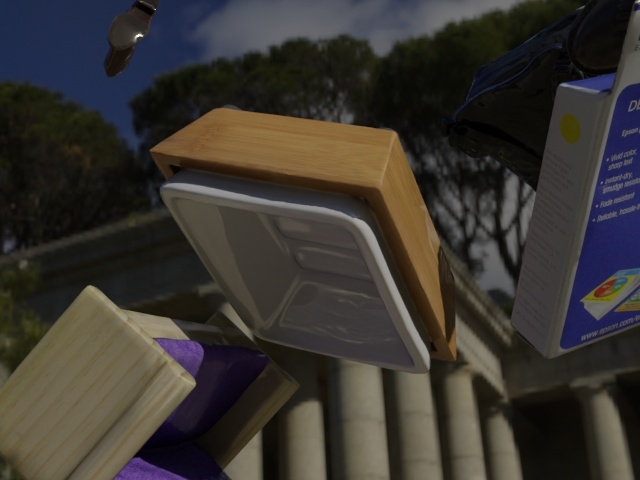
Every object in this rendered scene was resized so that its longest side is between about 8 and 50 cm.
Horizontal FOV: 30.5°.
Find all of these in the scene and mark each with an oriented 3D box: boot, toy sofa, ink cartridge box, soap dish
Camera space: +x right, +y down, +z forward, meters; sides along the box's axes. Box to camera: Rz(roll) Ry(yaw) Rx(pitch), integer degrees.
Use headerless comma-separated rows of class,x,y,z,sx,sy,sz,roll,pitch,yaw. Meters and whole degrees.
boot,-0.223,-0.212,1.302,0.037,0.106,0.114,37,-44,-8
boot,0.346,-0.234,1.134,0.263,0.091,0.229,-31,5,23
toy sofa,-0.124,0.161,1.036,0.150,0.177,0.362,-49,-14,3
ink cartridge box,0.305,-0.077,0.939,0.304,0.072,0.307,-14,-53,-28
soap dish,0.000,0.000,1.103,0.229,0.118,0.291,10,-30,27

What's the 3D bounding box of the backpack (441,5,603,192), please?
backpack,0.353,-0.167,1.601,0.263,0.213,0.276,46,-35,-13
